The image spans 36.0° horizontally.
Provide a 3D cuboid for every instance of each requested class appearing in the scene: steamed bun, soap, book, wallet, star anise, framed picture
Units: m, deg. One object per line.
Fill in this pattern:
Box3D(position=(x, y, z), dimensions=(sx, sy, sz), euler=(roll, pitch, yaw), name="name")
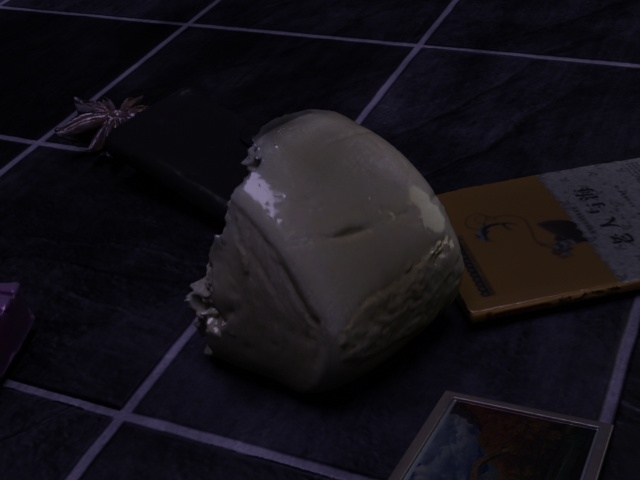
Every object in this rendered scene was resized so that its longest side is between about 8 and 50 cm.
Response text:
Box3D(position=(0.000, 0.000, 1.120), dimensions=(0.274, 0.272, 0.290), euler=(21, 47, 33), name="steamed bun")
Box3D(position=(-0.466, 0.107, 1.197), dimensions=(0.203, 0.065, 0.122), euler=(2, 38, 12), name="soap")
Box3D(position=(0.335, -0.013, 1.282), dimensions=(0.389, 0.032, 0.269), euler=(-11, 34, -8), name="book")
Box3D(position=(-0.129, -0.108, 1.452), dimensions=(0.378, 0.051, 0.197), euler=(32, 51, 30), name="wallet")
Box3D(position=(-0.332, -0.180, 1.602), dimensions=(0.195, 0.065, 0.182), euler=(-5, 36, -18), name="star anise")
Box3D(position=(0.170, 0.219, 0.937), dimensions=(0.184, 0.016, 0.250), euler=(9, 21, 23), name="framed picture")
